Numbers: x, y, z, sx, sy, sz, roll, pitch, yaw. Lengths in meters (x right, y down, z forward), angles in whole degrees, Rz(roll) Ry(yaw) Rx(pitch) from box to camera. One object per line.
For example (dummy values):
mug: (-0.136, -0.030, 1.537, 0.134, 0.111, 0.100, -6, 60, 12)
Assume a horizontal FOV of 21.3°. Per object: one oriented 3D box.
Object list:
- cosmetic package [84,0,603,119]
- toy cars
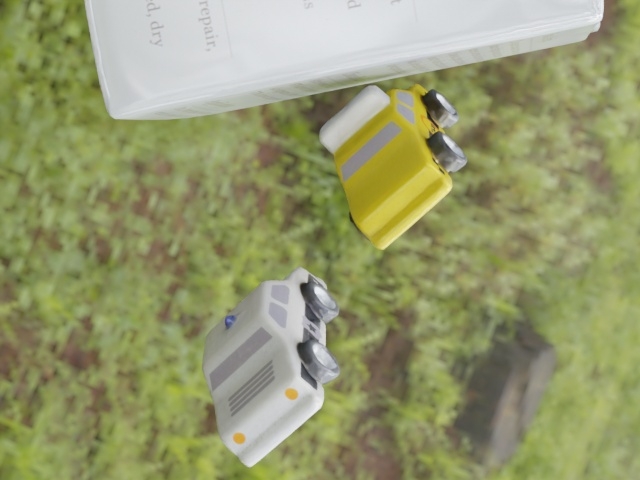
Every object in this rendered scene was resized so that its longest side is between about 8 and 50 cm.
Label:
cosmetic package: (0.014, -0.295, 1.430, 0.329, 0.394, 0.327, -32, 112, -83)
toy cars: (0.000, 0.000, 1.330, 0.176, 0.087, 0.393, -21, -148, 56)
